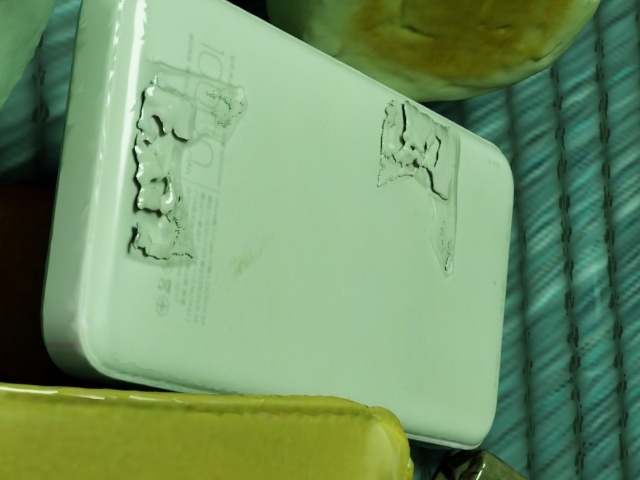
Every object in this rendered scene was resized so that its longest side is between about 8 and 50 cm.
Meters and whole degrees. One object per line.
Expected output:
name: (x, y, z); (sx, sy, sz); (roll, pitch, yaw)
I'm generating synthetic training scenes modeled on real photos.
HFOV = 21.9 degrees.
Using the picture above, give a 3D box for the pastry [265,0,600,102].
pastry: (0.049, -0.127, 0.692); (0.156, 0.156, 0.092); (10, 36, -34)

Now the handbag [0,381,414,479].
handbag: (-0.142, 0.178, 0.499); (0.401, 0.133, 0.283); (5, 106, -33)

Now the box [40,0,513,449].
box: (0.000, 0.000, 0.648); (0.285, 0.044, 0.142); (21, 71, -55)

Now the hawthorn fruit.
hawthorn fruit: (-0.099, 0.026, 0.608); (0.081, 0.081, 0.093); (7, 86, -35)

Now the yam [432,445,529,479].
yam: (0.171, 0.203, 0.803); (0.327, 0.045, 0.045); (41, 30, -23)

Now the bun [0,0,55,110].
bun: (-0.233, -0.132, 0.455); (0.354, 0.194, 0.354); (5, 81, -36)
